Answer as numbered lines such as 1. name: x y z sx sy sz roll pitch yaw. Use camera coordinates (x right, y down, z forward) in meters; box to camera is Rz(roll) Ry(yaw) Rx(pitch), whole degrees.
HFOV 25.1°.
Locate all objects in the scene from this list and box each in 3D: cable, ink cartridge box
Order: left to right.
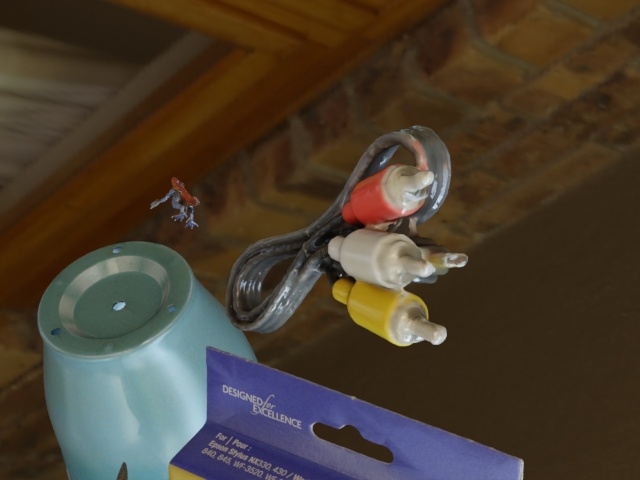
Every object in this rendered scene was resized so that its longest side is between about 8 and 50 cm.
1. cable: 0.000 0.000 0.965 0.287 0.072 0.139 -5 -95 55
2. ink cartridge box: 0.011 0.270 1.141 0.303 0.072 0.307 16 -59 34

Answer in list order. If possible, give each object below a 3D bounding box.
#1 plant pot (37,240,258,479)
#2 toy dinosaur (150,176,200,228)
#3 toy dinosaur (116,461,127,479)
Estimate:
1. plant pot: -0.204 0.151 1.669 0.271 0.255 0.272 -8 -137 8
2. toy dinosaur: -0.170 -0.055 1.807 0.090 0.047 0.082 -38 -135 35
3. toy dinosaur: -0.179 0.339 1.312 0.121 0.160 0.313 19 -73 61
